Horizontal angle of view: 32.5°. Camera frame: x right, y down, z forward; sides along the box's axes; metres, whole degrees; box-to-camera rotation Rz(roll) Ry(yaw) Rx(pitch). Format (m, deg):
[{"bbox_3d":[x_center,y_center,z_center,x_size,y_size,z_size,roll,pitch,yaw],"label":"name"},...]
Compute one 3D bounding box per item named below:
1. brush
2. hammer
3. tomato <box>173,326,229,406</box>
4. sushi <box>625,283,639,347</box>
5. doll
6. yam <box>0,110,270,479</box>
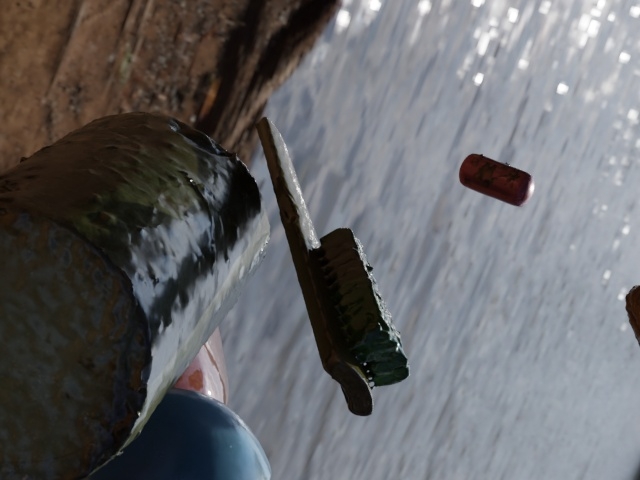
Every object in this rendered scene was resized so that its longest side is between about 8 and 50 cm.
[{"bbox_3d":[0.000,0.000,0.708,0.282,0.048,0.054,-112,180,-55],"label":"brush"},{"bbox_3d":[0.187,-0.065,1.164,0.043,0.083,0.043,-36,139,-40],"label":"hammer"},{"bbox_3d":[-0.224,0.126,1.083,0.341,0.272,0.342,-172,-90,-85],"label":"tomato"},{"bbox_3d":[0.424,0.118,1.162,0.287,0.140,0.149,-113,-175,-73],"label":"sushi"},{"bbox_3d":[-0.107,0.231,0.780,0.177,0.141,0.314,-22,105,-24],"label":"doll"},{"bbox_3d":[-0.136,0.016,0.687,0.304,0.168,0.168,-59,166,-68],"label":"yam"}]
